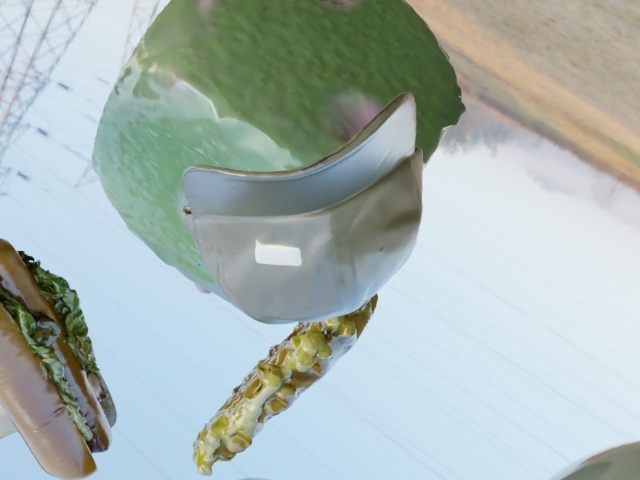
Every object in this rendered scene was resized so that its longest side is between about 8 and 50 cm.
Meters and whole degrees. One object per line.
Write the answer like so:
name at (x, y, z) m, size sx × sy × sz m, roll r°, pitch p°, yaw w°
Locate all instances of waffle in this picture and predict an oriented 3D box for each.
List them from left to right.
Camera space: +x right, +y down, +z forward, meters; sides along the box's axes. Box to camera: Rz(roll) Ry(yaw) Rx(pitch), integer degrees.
waffle at (-0.039, 0.158, 0.991) m, size 0.068 × 0.325 × 0.302 m, roll 48°, pitch -160°, yaw 2°

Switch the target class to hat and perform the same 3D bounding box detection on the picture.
hat at (0.000, 0.000, 0.464) m, size 0.166 × 0.144 × 0.173 m, roll -17°, pitch -167°, yaw 0°

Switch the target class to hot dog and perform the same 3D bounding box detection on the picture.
hot dog at (-0.316, 0.139, 0.905) m, size 0.100 × 0.337 × 0.135 m, roll -3°, pitch -144°, yaw 16°

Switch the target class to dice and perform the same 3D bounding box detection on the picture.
dice at (-0.049, -0.131, 0.938) m, size 0.318 × 0.322 × 0.330 m, roll 36°, pitch -125°, yaw -3°

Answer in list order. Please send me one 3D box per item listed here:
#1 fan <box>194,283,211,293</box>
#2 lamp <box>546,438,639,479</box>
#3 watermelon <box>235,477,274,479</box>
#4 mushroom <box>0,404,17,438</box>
fan at (-0.096, 0.002, 1.241) m, size 0.074 × 0.244 × 0.130 m, roll 53°, pitch -174°, yaw -29°
lamp at (0.183, 0.220, 0.413) m, size 0.198 × 0.244 × 0.198 m, roll 0°, pitch -156°, yaw 0°
watermelon at (-0.103, 0.479, 1.073) m, size 0.285 × 0.285 × 0.285 m, roll 26°, pitch -163°, yaw -8°
mushroom at (-0.439, 0.185, 1.171) m, size 0.108 × 0.247 × 0.096 m, roll 11°, pitch -164°, yaw 20°
